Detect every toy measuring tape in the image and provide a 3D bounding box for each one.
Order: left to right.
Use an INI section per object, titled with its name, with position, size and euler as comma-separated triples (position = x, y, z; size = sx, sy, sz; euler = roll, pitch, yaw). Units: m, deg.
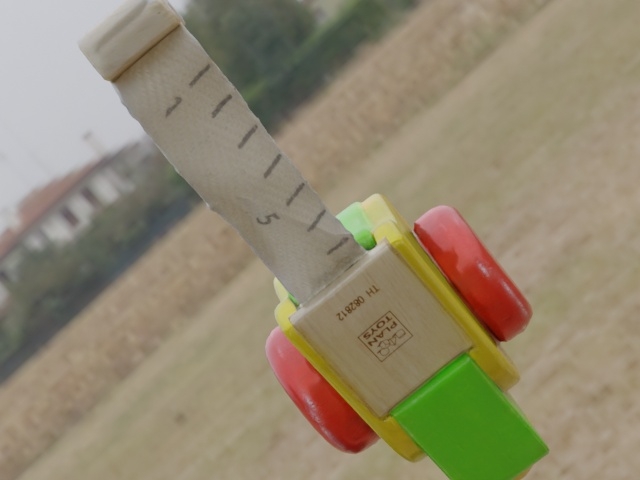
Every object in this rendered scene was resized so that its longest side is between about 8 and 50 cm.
[toy measuring tape]
position = 0.000, 0.000, 0.785
size = 0.121, 0.330, 0.121
euler = -25, 38, 22
